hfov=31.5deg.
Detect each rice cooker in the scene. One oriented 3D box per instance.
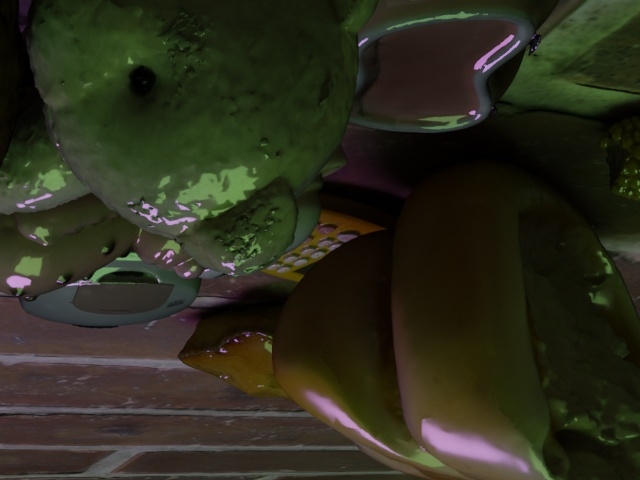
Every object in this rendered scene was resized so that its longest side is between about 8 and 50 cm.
[{"bbox_3d":[-0.162,0.000,0.871,0.145,0.127,0.206,2,154,-21],"label":"rice cooker"}]

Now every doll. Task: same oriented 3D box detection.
[{"bbox_3d":[-0.123,-0.016,0.692,0.278,0.119,0.154,-20,177,-17],"label":"doll"},{"bbox_3d":[-0.110,-0.087,0.566,0.278,0.175,0.149,7,164,46],"label":"doll"}]

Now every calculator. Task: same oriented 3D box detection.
[{"bbox_3d":[0.000,0.000,1.039,0.146,0.032,0.235,-24,151,39],"label":"calculator"}]

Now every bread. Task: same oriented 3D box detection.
[{"bbox_3d":[-0.035,0.125,1.287,0.160,0.088,0.233,-28,147,35],"label":"bread"},{"bbox_3d":[0.161,0.124,0.945,0.245,0.329,0.424,-37,148,17],"label":"bread"}]

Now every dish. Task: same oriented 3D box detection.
[{"bbox_3d":[0.060,-0.127,0.643,0.213,0.090,0.213,-5,158,-2],"label":"dish"}]

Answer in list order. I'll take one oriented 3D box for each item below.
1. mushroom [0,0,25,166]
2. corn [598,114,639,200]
[{"bbox_3d":[-0.217,-0.094,0.456,0.153,0.253,0.253,-22,173,-40],"label":"mushroom"},{"bbox_3d":[0.335,-0.071,0.879,0.238,0.080,0.080,-7,159,-2],"label":"corn"}]
